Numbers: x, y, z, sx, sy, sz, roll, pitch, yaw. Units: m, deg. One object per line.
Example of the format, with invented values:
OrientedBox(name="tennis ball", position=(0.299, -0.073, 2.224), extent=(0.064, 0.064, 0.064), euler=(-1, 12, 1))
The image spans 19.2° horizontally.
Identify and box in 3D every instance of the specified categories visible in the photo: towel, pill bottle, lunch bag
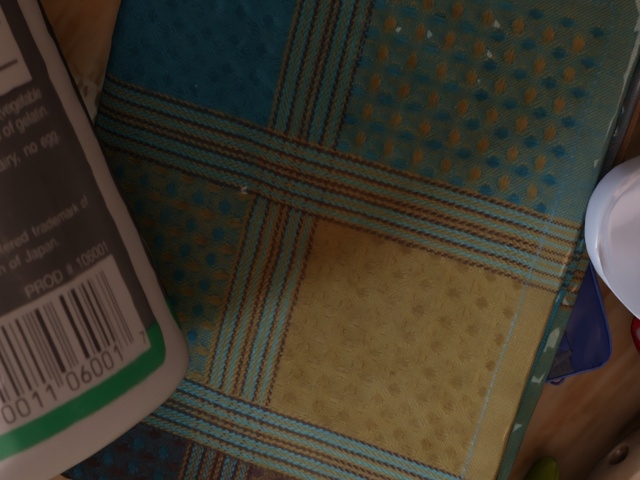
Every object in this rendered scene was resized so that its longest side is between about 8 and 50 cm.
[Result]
OrientedBox(name="towel", position=(0.000, 0.000, 0.979), extent=(0.271, 0.040, 0.370), euler=(21, 113, 13))
OrientedBox(name="pill bottle", position=(-0.220, -0.060, 0.899), extent=(0.204, 0.204, 0.361), euler=(-20, 101, 9))
OrientedBox(name="lunch bag", position=(0.116, 0.031, 1.007), extent=(0.067, 0.065, 0.098), euler=(-16, 109, 7))

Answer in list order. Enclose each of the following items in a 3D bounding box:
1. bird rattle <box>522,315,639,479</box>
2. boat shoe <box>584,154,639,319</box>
OrientedBox(name="bird rattle", position=(0.205, 0.143, 1.043), extent=(0.207, 0.143, 0.253), euler=(40, 94, -25))
OrientedBox(name="boat shoe", position=(0.261, 0.004, 0.953), extent=(0.301, 0.102, 0.108), euler=(7, 107, -17))
